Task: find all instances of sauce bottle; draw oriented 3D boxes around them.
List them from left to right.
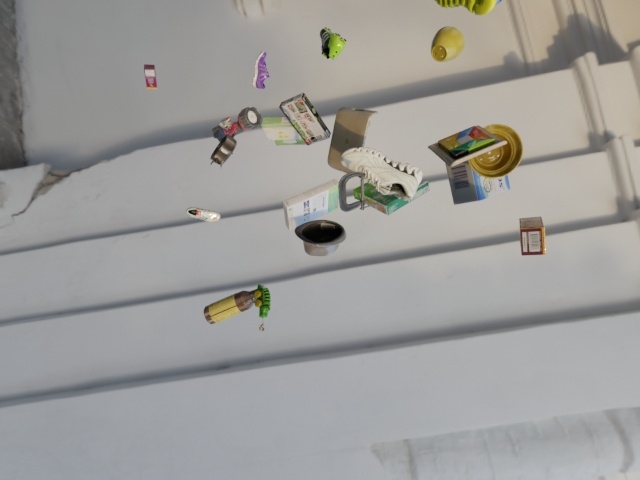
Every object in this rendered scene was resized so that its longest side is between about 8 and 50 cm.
[{"bbox_3d":[-0.434,0.331,2.101,0.111,0.345,0.111,-22,90,-82],"label":"sauce bottle"}]

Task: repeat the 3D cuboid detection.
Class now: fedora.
[{"bbox_3d":[0.000,0.000,2.072,0.244,0.276,0.124,31,-49,34],"label":"fedora"}]

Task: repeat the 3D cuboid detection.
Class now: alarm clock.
[{"bbox_3d":[-0.398,-0.400,1.712,0.192,0.064,0.129,-61,-155,-6],"label":"alarm clock"}]

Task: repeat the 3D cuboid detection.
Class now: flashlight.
[{"bbox_3d":[-0.424,-0.568,1.990,0.103,0.304,0.103,-28,106,-47],"label":"flashlight"}]

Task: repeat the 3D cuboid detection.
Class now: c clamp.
[{"bbox_3d":[0.115,-0.155,1.274,0.022,0.137,0.160,52,-18,45],"label":"c clamp"}]

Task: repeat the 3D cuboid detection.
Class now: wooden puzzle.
[{"bbox_3d":[0.556,-0.375,1.554,0.238,0.221,0.044,-108,175,-59],"label":"wooden puzzle"}]

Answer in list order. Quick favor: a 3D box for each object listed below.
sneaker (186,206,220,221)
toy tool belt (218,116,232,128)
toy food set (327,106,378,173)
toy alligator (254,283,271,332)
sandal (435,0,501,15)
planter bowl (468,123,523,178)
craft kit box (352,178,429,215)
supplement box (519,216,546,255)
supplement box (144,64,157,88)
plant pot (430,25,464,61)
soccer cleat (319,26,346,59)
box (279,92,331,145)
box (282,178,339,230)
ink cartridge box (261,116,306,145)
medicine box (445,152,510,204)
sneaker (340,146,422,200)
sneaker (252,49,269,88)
[{"bbox_3d":[-0.560,-0.122,1.913,0.075,0.162,0.057,-152,-106,-82],"label":"sneaker"},{"bbox_3d":[-0.426,-0.536,1.853,0.051,0.083,0.052,47,58,-31],"label":"toy tool belt"},{"bbox_3d":[0.154,-0.459,1.879,0.220,0.093,0.305,30,-64,45],"label":"toy food set"},{"bbox_3d":[-0.203,0.238,1.469,0.056,0.051,0.189,32,39,-45],"label":"toy alligator"},{"bbox_3d":[0.475,-0.813,1.285,0.317,0.138,0.126,54,-16,35],"label":"sandal"},{"bbox_3d":[0.710,-0.365,1.669,0.090,0.217,0.217,-47,128,-79],"label":"planter bowl"},{"bbox_3d":[0.320,-0.230,1.847,0.247,0.250,0.060,33,-32,51],"label":"craft kit box"},{"bbox_3d":[0.790,-0.019,1.506,0.188,0.081,0.104,-31,115,-61],"label":"supplement box"},{"bbox_3d":[-0.706,-0.680,1.674,0.055,0.043,0.083,-113,-155,-43],"label":"supplement box"},{"bbox_3d":[0.506,-0.789,1.649,0.095,0.134,0.134,-49,146,-29],"label":"plant pot"},{"bbox_3d":[0.024,-0.598,1.226,0.060,0.072,0.178,25,23,-30],"label":"soccer cleat"},{"bbox_3d":[-0.059,-0.480,1.610,0.207,0.114,0.036,49,45,-38],"label":"box"},{"bbox_3d":[-0.048,-0.195,2.218,0.058,0.322,0.232,59,-16,26],"label":"box"},{"bbox_3d":[-0.176,-0.522,2.003,0.235,0.171,0.056,65,29,-65],"label":"ink cartridge box"},{"bbox_3d":[0.763,-0.337,1.961,0.149,0.290,0.263,-5,-79,55],"label":"medicine box"},{"bbox_3d":[0.201,-0.229,1.382,0.110,0.292,0.118,104,7,-67],"label":"sneaker"},{"bbox_3d":[-0.261,-0.772,1.825,0.068,0.071,0.169,-80,-174,-50],"label":"sneaker"}]
